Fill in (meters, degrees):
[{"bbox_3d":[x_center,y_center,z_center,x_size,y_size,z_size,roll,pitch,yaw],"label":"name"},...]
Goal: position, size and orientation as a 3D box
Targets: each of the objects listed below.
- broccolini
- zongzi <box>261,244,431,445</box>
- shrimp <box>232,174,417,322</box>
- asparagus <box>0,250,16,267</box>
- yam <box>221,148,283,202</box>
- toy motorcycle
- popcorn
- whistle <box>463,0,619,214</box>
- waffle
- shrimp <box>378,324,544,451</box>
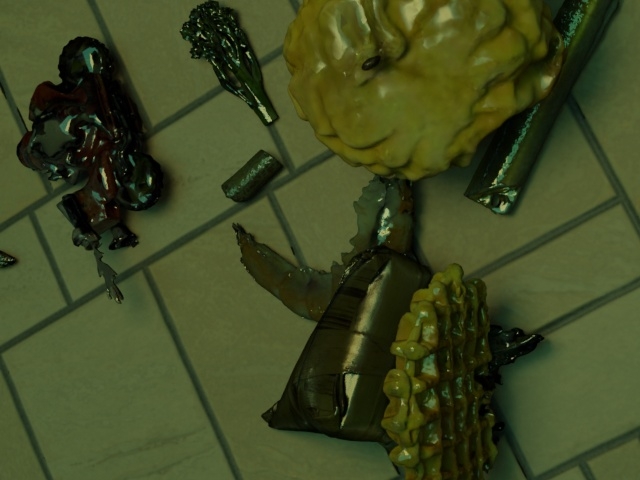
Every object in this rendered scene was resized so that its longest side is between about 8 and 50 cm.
[{"bbox_3d":[-0.124,-0.256,1.913,0.091,0.068,0.203,-37,75,-3],"label":"broccolini"},{"bbox_3d":[0.024,0.138,1.794,0.289,0.123,0.260,-5,67,65],"label":"zongzi"},{"bbox_3d":[0.018,0.025,1.852,0.287,0.068,0.185,-18,77,31],"label":"shrimp"},{"bbox_3d":[-0.542,0.024,2.086,0.165,0.036,0.030,6,100,21],"label":"asparagus"},{"bbox_3d":[-0.097,-0.091,1.906,0.094,0.043,0.043,-43,73,13],"label":"yam"},{"bbox_3d":[-0.331,-0.091,1.953,0.207,0.134,0.401,-31,75,18],"label":"toy motorcycle"},{"bbox_3d":[0.120,-0.259,1.679,0.349,0.382,0.349,0,115,-1],"label":"popcorn"},{"bbox_3d":[0.287,-0.187,1.745,0.068,0.057,0.326,28,99,14],"label":"whistle"},{"bbox_3d":[0.152,0.190,1.636,0.065,0.283,0.309,1,50,32],"label":"waffle"},{"bbox_3d":[0.175,0.211,1.766,0.289,0.075,0.178,-17,86,21],"label":"shrimp"}]
